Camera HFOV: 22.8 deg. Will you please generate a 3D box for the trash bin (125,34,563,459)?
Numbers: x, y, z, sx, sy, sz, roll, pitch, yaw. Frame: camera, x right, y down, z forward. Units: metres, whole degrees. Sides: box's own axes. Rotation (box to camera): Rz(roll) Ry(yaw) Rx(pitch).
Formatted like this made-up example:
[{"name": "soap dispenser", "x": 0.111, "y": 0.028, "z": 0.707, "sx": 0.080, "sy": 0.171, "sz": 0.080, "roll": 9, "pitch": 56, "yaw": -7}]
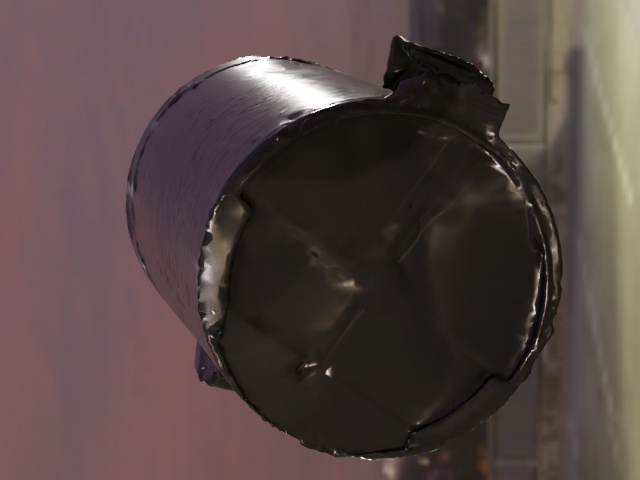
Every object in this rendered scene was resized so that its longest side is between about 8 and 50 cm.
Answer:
[{"name": "trash bin", "x": 0.000, "y": 0.000, "z": 0.958, "sx": 0.301, "sy": 0.203, "sz": 0.252, "roll": -145, "pitch": 72, "yaw": -73}]
